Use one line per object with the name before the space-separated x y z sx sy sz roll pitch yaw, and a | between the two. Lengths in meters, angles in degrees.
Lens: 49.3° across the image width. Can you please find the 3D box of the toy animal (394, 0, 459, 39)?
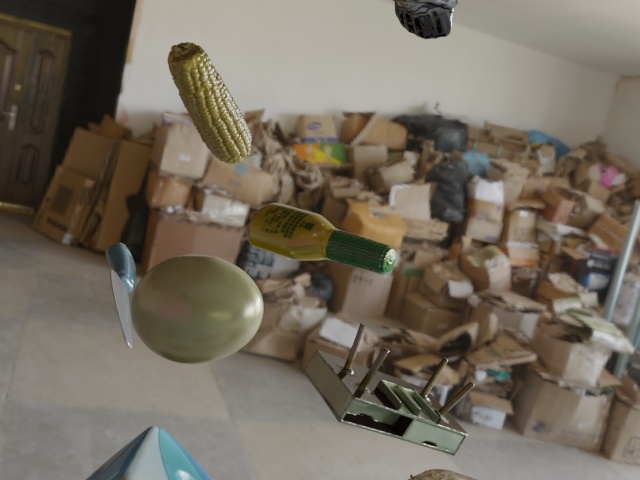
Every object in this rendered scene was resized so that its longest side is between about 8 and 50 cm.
toy animal | 0.041 -0.177 0.424 0.121 0.117 0.210 35 40 23

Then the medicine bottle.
medicine bottle | 0.000 0.000 1.134 0.260 0.064 0.095 16 52 32

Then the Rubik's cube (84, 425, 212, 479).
Rubik's cube | -0.418 0.682 1.577 0.347 0.352 0.351 50 -1 -3

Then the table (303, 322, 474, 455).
table | 0.115 0.211 1.017 0.240 0.111 0.121 26 11 -35

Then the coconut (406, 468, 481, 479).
coconut | 0.196 0.566 1.074 0.360 0.346 0.346 57 15 5

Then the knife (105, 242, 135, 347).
knife | -0.261 0.062 0.908 0.032 0.058 0.244 -21 25 -7

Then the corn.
corn | -0.258 -0.313 1.653 0.120 0.120 0.363 17 -27 29

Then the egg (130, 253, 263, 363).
egg | -0.209 0.117 1.184 0.241 0.186 0.186 2 2 27
